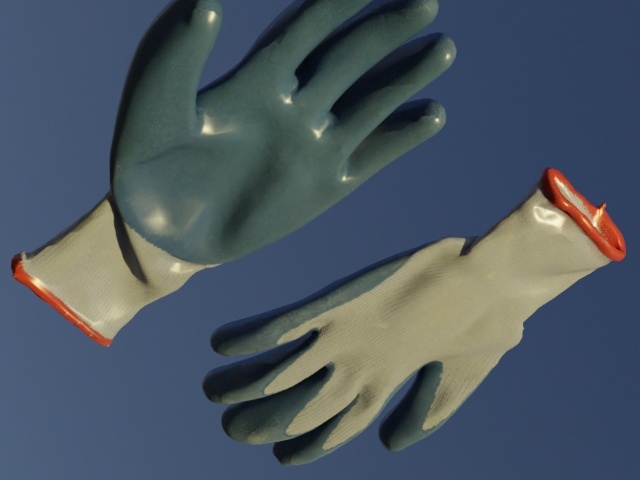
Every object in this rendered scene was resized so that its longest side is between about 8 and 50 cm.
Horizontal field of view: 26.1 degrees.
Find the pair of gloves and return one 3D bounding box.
[{"bbox_3d":[0.000,0.000,0.452,0.198,0.159,0.023,43,18,-36],"label":"pair of gloves"}]
